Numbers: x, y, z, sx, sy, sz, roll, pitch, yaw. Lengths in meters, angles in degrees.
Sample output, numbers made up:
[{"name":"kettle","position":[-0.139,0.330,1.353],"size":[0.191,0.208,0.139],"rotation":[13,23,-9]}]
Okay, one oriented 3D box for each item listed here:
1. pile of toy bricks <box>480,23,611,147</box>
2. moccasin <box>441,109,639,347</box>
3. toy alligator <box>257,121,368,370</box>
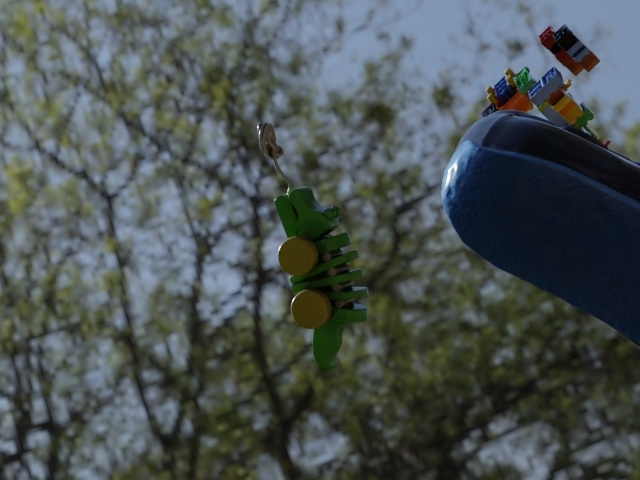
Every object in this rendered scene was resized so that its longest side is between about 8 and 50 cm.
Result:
[{"name":"pile of toy bricks","position":[0.218,-0.110,1.540],"size":[0.118,0.105,0.212],"rotation":[-44,11,15]},{"name":"moccasin","position":[0.243,0.010,1.083],"size":[0.342,0.117,0.138],"rotation":[35,-59,-8]},{"name":"toy alligator","position":[0.000,0.000,1.250],"size":[0.051,0.189,0.056],"rotation":[-13,1,21]}]
